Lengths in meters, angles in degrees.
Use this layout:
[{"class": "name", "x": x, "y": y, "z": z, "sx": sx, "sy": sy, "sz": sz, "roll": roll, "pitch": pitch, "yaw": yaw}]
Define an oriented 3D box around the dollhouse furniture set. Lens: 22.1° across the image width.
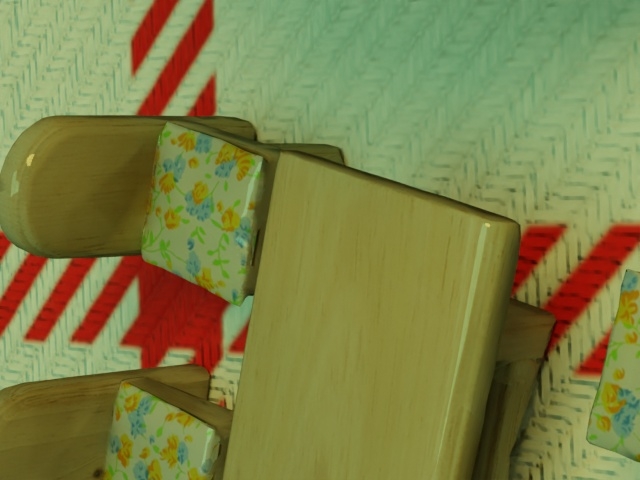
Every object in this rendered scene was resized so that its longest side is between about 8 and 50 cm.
[{"class": "dollhouse furniture set", "x": 0.000, "y": 0.000, "z": 0.618, "sx": 0.362, "sy": 0.256, "sz": 0.394, "roll": 20, "pitch": 105, "yaw": 40}]
